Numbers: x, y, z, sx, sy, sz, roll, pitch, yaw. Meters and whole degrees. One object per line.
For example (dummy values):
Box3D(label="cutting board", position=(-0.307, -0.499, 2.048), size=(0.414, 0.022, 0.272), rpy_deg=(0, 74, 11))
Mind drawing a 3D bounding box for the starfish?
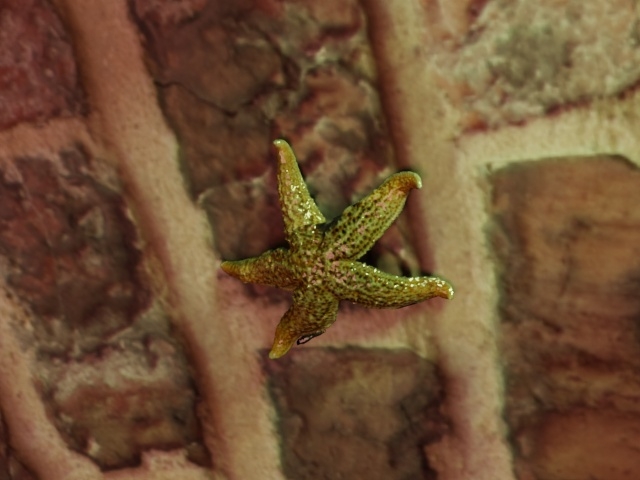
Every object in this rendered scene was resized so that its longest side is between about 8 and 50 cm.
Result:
Box3D(label="starfish", position=(0.000, 0.000, 1.297), size=(0.208, 0.053, 0.176), rpy_deg=(-24, 98, 26))
